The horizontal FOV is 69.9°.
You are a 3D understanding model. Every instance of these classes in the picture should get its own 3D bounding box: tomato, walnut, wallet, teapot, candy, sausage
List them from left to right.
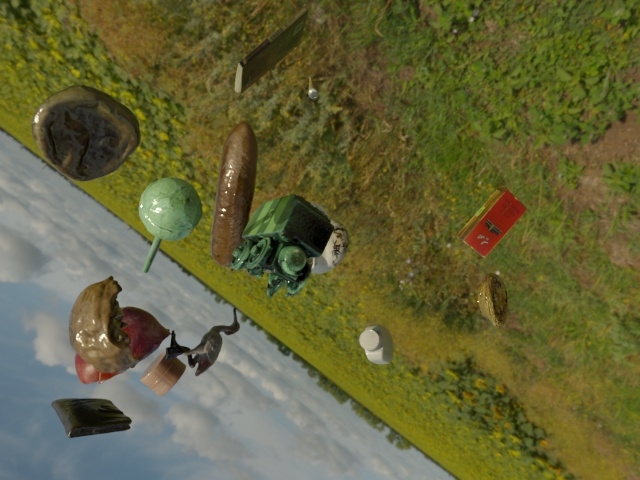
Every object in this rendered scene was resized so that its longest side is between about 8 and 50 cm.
[{"bbox_3d":[-0.658,0.497,1.310,0.165,0.042,0.309,8,172,-36],"label":"wallet"},{"bbox_3d":[-0.555,0.207,1.149,0.238,0.141,0.204,41,132,45],"label":"walnut"},{"bbox_3d":[-0.712,0.344,1.585,0.334,0.290,0.176,-14,110,31],"label":"tomato"},{"bbox_3d":[-0.358,-0.001,1.010,0.119,0.119,0.440,39,145,-8],"label":"candy"},{"bbox_3d":[-0.281,-0.135,1.499,0.123,0.501,0.136,11,-158,-3],"label":"sausage"},{"bbox_3d":[0.000,0.000,1.666,0.165,0.300,0.208,19,140,-36],"label":"teapot"}]

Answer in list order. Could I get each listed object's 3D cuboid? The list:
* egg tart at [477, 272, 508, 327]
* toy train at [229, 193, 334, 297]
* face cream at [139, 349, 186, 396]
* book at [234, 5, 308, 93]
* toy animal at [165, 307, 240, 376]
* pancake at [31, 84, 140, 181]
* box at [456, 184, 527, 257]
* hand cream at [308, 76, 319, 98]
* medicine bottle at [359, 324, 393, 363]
[{"bbox_3d":[0.396,0.138,1.067,0.049,0.129,0.129,-11,136,39],"label":"egg tart"},{"bbox_3d":[-0.101,0.014,1.170,0.166,0.238,0.299,35,162,-26],"label":"toy train"},{"bbox_3d":[-0.616,0.518,1.797,0.104,0.149,0.149,45,166,-13],"label":"face cream"},{"bbox_3d":[-0.126,-0.475,1.157,0.024,0.228,0.160,46,167,-5],"label":"book"},{"bbox_3d":[-0.414,0.383,1.726,0.195,0.324,0.090,55,144,22],"label":"toy animal"},{"bbox_3d":[-0.662,-0.301,1.313,0.049,0.294,0.294,48,176,36],"label":"pancake"},{"bbox_3d":[0.345,-0.036,0.917,0.090,0.133,0.023,33,-169,-34],"label":"box"},{"bbox_3d":[-0.016,-0.354,1.064,0.035,0.022,0.102,36,-151,-22],"label":"hand cream"},{"bbox_3d":[0.187,0.340,1.508,0.069,0.119,0.183,-8,158,20],"label":"medicine bottle"}]
